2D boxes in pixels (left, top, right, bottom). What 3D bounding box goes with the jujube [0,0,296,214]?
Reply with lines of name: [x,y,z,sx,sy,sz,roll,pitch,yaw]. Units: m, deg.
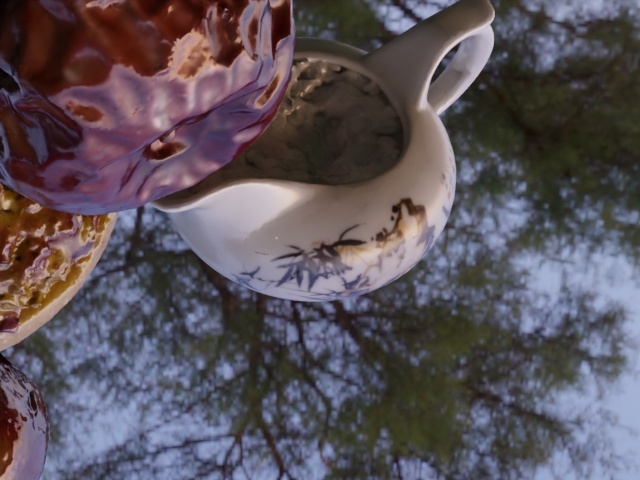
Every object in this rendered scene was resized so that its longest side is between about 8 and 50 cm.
jujube: [-0.120,-0.141,0.626,0.213,0.213,0.232,-24,-108,-31]

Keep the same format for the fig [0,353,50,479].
fig: [-0.345,0.182,1.009,0.224,0.224,0.263,-21,-151,-29]

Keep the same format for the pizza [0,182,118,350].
pizza: [-0.335,-0.003,1.192,0.289,0.229,0.081,-38,-154,-24]

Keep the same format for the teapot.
teapot: [0.004,-0.072,0.828,0.299,0.166,0.208,-39,-122,-21]
